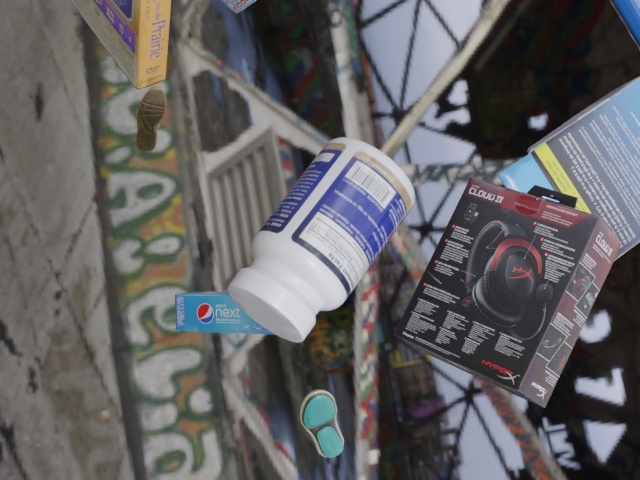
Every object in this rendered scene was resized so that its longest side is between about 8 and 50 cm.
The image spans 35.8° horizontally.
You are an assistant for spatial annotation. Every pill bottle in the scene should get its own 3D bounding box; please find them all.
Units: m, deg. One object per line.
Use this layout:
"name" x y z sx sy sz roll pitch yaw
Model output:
"pill bottle" 0.000 0.000 1.357 0.264 0.153 0.153 -52 152 -19

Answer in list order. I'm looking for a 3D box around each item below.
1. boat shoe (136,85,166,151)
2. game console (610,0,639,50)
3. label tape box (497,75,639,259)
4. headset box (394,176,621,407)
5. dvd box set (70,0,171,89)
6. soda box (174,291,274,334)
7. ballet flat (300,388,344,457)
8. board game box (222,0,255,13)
"boat shoe" -0.308 -0.225 1.780 0.045 0.050 0.135 -104 -151 -46
"game console" 0.474 -0.383 1.310 0.293 0.250 0.173 59 7 1
"label tape box" 0.508 -0.105 1.813 0.249 0.348 0.115 57 -9 -2
"headset box" 0.273 0.056 1.415 0.110 0.218 0.293 34 80 -51
"dvd box set" -0.324 -0.485 1.521 0.307 0.062 0.420 51 -31 25
"soda box" -0.148 0.123 1.708 0.071 0.210 0.067 -4 93 -60
"ballet flat" -0.005 0.386 2.176 0.086 0.086 0.248 -95 176 -45
"board game box" -0.178 -0.525 1.810 0.194 0.060 0.194 49 44 -21
